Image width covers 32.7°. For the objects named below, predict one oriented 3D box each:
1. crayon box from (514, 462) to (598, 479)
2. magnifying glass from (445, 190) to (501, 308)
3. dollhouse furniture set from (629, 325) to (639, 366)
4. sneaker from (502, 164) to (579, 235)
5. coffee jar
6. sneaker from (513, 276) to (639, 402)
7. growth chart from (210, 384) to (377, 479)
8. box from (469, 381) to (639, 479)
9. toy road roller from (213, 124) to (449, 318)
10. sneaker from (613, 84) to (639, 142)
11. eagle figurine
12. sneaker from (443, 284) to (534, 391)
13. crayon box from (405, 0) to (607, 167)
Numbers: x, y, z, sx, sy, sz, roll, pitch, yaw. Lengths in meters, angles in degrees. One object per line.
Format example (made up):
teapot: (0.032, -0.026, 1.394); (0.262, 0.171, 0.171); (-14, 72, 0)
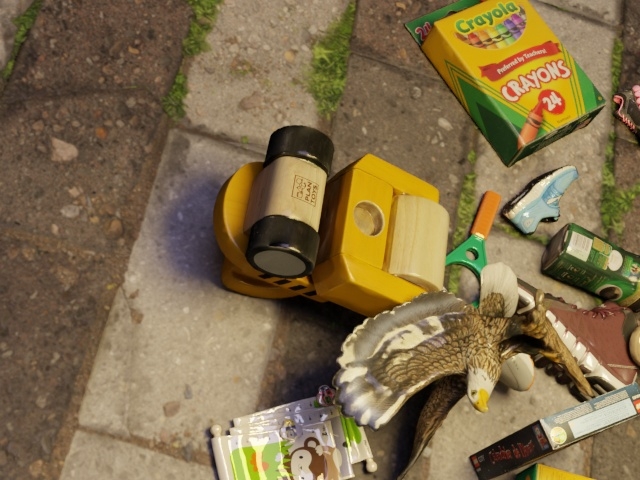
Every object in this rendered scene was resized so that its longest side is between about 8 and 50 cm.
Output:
crayon box: (0.346, 0.467, 1.508); (0.165, 0.081, 0.278); (17, 61, -7)
magnifying glass: (0.242, 0.017, 1.737); (0.092, 0.026, 0.231); (26, 62, -2)
dollhouse furniture set: (0.616, 0.305, 1.523); (0.256, 0.362, 0.394); (-26, 103, -27)
sneaker: (0.372, -0.065, 1.803); (0.162, 0.063, 0.073); (-38, 97, -24)
coffee jar: (0.455, 0.046, 1.741); (0.184, 0.096, 0.079); (25, 63, -4)
sneaker: (0.388, 0.124, 1.690); (0.281, 0.106, 0.162); (44, 55, -4)
growth chart: (-0.037, 0.298, 1.517); (0.237, 0.021, 0.172); (-17, 71, -22)
box: (0.325, 0.269, 1.512); (0.159, 0.233, 0.044); (-17, 73, -22)
toy road roller: (0.000, 0.000, 1.573); (0.329, 0.240, 0.202); (23, 60, -24)
sneaker: (0.552, -0.218, 1.936); (0.057, 0.047, 0.119); (-9, 64, 1)
eagle figurine: (0.182, 0.175, 1.471); (0.298, 0.225, 0.226); (-26, 83, 16)
sneaker: (0.191, 0.157, 1.620); (0.262, 0.099, 0.121); (36, 67, 12)
crayon box: (0.316, -0.305, 1.884); (0.202, 0.081, 0.318); (-28, 74, -26)
